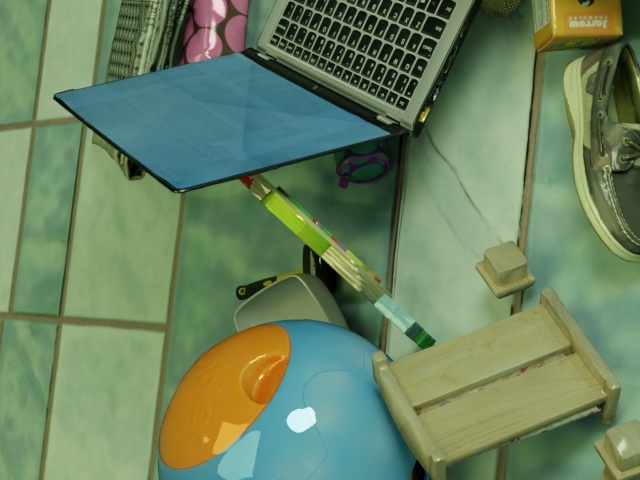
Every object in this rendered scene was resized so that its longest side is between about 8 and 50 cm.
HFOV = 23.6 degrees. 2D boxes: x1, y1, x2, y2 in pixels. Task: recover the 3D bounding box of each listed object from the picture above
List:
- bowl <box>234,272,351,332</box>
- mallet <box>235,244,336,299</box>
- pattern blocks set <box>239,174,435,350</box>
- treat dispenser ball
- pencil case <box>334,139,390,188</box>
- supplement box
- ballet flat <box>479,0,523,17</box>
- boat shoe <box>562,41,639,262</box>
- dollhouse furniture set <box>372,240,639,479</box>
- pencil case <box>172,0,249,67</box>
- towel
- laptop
[{"bbox_3d":[-0.020,0.113,1.777,0.142,0.053,0.142,-33,82,42],"label":"bowl"},{"bbox_3d":[-0.044,0.057,1.863,0.189,0.039,0.062,-29,63,48],"label":"mallet"},{"bbox_3d":[0.000,0.000,1.651,0.325,0.285,0.026,43,90,11],"label":"pattern blocks set"},{"bbox_3d":[-0.026,0.226,1.604,0.288,0.288,0.288,-14,71,48],"label":"treat dispenser ball"},{"bbox_3d":[0.034,-0.141,1.786,0.070,0.064,0.152,-28,60,25],"label":"pencil case"},{"bbox_3d":[0.247,-0.308,1.515,0.080,0.078,0.234,166,100,-83],"label":"supplement box"},{"bbox_3d":[0.222,-0.322,1.601,0.206,0.067,0.073,-57,43,24],"label":"ballet flat"},{"bbox_3d":[0.287,-0.091,1.464,0.073,0.080,0.224,-37,50,45],"label":"boat shoe"},{"bbox_3d":[0.132,0.217,1.474,0.174,0.303,0.356,86,161,-48],"label":"dollhouse furniture set"},{"bbox_3d":[-0.138,-0.311,2.014,0.098,0.095,0.209,172,108,-76],"label":"pencil case"},{"bbox_3d":[-0.251,-0.254,2.076,0.324,0.056,0.312,-145,69,-70],"label":"towel"},{"bbox_3d":[-0.049,-0.251,1.669,0.382,0.236,0.408,35,101,55],"label":"laptop"}]
